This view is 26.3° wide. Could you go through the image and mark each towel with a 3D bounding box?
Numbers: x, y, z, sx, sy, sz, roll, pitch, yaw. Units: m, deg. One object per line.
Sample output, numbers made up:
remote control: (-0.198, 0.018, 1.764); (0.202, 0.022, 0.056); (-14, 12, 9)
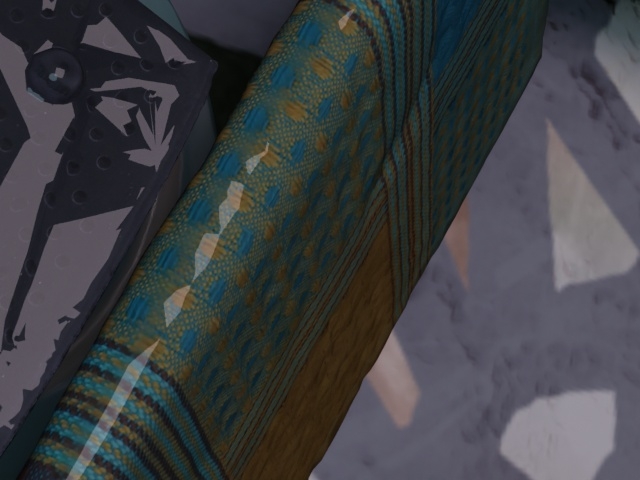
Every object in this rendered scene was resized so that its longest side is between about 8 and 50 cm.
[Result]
towel: (0.000, 0.000, 0.495); (0.040, 0.271, 0.370); (25, 69, 14)

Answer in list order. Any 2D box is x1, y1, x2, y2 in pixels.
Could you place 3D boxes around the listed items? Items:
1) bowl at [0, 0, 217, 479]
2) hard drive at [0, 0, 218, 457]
bowl: (-0.159, -0.019, 0.463); (0.311, 0.163, 0.312); (5, 78, -24)
hard drive: (-0.155, 0.010, 0.337); (0.172, 0.054, 0.255); (37, 67, -15)
